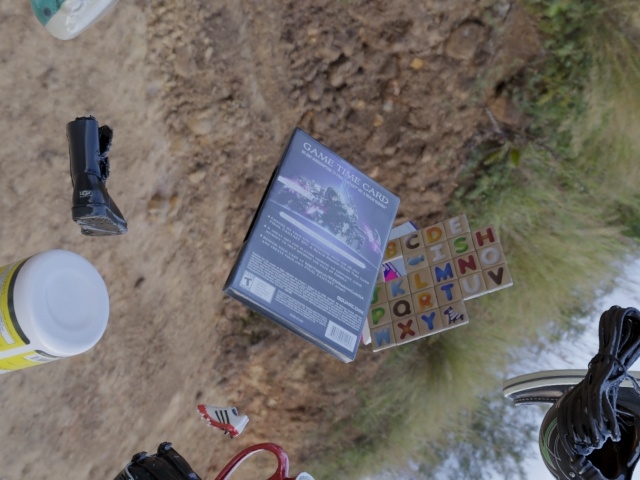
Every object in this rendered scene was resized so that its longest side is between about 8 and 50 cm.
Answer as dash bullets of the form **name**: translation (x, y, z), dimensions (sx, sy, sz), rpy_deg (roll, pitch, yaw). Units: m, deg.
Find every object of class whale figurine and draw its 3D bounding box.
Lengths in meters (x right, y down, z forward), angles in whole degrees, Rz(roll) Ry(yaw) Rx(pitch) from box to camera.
- **whale figurine**: translation (-0.445, -0.505, 1.343), dimensions (0.272, 0.141, 0.216), rpy_deg (-30, -158, 34)

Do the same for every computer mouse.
- **computer mouse**: translation (0.287, 0.176, 0.513), dimensions (0.184, 0.262, 0.060), rpy_deg (-35, 174, -44)

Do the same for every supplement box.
- **supplement box**: translation (0.129, 0.084, 1.361), dimensions (0.114, 0.111, 0.220), rpy_deg (-24, 153, -34)

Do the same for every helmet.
- **helmet**: translation (0.453, 0.348, 1.203), dimensions (0.169, 0.170, 0.161), rpy_deg (-38, 148, -82)

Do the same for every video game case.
- **video game case**: translation (0.000, 0.000, 0.959), dimensions (0.026, 0.196, 0.274), rpy_deg (-32, -148, 50)

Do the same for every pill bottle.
- **pill bottle**: translation (-0.564, 0.141, 1.284), dimensions (0.188, 0.334, 0.187), rpy_deg (37, 45, -49)

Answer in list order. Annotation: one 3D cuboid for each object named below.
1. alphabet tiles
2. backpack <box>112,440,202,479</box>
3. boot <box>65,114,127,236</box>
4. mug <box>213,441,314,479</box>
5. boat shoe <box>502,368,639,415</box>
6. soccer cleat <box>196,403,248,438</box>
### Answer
- **alphabet tiles**: translation (0.180, 0.059, 1.142), dimensions (0.009, 0.237, 0.198), rpy_deg (51, 25, -47)
- **backpack**: translation (-0.274, 0.533, 1.317), dimensions (0.191, 0.254, 0.225), rpy_deg (-56, 163, 4)
- **boot**: translation (-0.451, -0.124, 1.435), dimensions (0.246, 0.094, 0.207), rpy_deg (115, -29, -78)
- **mug**: translation (-0.088, 0.350, 0.894), dimensions (0.150, 0.169, 0.113), rpy_deg (-91, 157, -47)
- **boat shoe**: translation (0.617, 0.346, 1.454), dimensions (0.187, 0.501, 0.155), rpy_deg (20, 71, -56)
- **soccer cleat**: translation (-0.129, 0.230, 0.932), dimensions (0.035, 0.083, 0.029), rpy_deg (-44, 130, -29)
